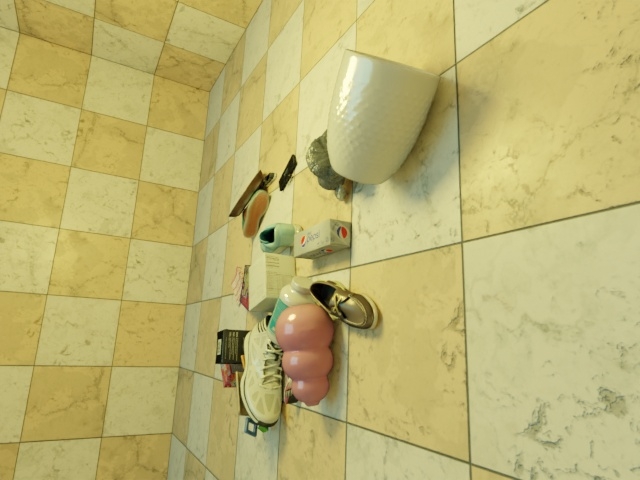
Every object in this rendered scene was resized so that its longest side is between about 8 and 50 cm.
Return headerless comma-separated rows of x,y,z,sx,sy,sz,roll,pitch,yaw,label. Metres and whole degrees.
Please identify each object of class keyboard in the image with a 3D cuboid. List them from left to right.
-0.158,-0.317,2.071,0.180,0.023,0.108,-58,29,37,keyboard

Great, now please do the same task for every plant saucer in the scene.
-0.395,-0.245,2.340,0.311,0.050,0.310,-53,10,13,plant saucer

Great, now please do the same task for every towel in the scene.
-0.471,0.259,2.459,0.144,0.029,0.197,-66,31,26,towel

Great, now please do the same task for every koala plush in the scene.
0.039,-0.252,1.519,0.196,0.203,0.221,47,160,16,koala plush

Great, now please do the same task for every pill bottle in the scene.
-0.105,0.270,1.659,0.146,0.146,0.264,53,127,54,pill bottle

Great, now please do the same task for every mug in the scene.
0.163,-0.363,1.283,0.374,0.276,0.328,-71,-2,-64,mug

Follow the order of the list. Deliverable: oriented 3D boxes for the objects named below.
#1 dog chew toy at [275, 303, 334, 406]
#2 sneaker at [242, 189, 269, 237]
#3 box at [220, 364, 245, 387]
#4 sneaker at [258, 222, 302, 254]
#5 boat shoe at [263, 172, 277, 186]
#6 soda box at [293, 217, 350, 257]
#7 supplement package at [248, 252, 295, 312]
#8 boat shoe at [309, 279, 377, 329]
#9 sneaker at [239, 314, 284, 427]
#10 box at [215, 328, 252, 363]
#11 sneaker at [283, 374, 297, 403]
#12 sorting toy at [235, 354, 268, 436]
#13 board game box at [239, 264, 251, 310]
-0.045,0.391,1.474,0.206,0.206,0.332,-26,67,56,dog chew toy
-0.364,-0.162,2.311,0.302,0.108,0.121,-63,37,32,sneaker
-0.431,0.602,2.174,0.123,0.128,0.257,-61,34,31,box
-0.224,-0.018,1.964,0.366,0.150,0.135,-24,60,57,sneaker
-0.275,-0.325,2.268,0.142,0.040,0.049,-30,56,55,boat shoe
0.000,0.000,1.608,0.286,0.091,0.098,-23,63,58,soda box
-0.212,0.189,1.876,0.194,0.149,0.203,-40,48,51,supplement package
0.068,0.206,1.412,0.324,0.096,0.117,28,106,61,boat shoe
-0.218,0.507,1.769,0.257,0.169,0.448,-57,33,39,sneaker
-0.378,0.504,2.024,0.108,0.207,0.153,-31,54,55,box
-0.107,0.545,1.678,0.077,0.071,0.178,150,133,-69,sneaker
-0.298,0.666,1.850,0.047,0.196,0.348,-31,51,25,sorting toy
-0.354,0.232,2.168,0.347,0.056,0.208,175,99,-73,board game box
